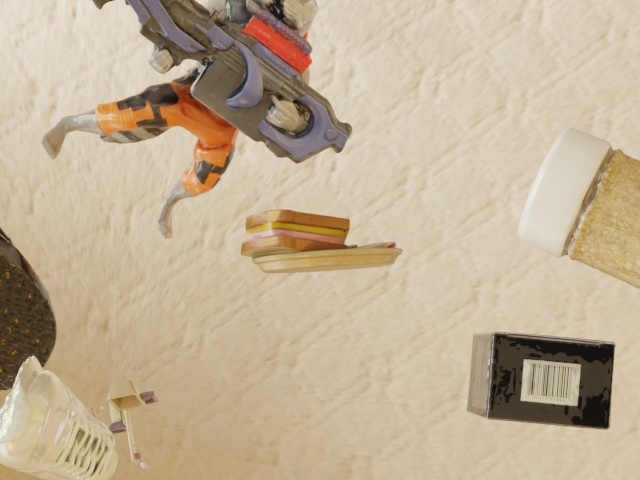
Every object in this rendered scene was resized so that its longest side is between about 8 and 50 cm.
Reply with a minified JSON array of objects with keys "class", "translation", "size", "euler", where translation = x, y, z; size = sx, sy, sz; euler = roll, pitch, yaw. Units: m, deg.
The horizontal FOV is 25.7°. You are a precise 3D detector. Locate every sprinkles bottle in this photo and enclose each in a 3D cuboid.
[{"class":"sprinkles bottle","translation":[0.368,0.015,1.313],"size":[0.355,0.121,0.121],"euler":[25,80,13]}]

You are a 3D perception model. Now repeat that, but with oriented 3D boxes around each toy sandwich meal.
[{"class":"toy sandwich meal","translation":[0.000,0.000,0.712],"size":[0.086,0.085,0.029],"euler":[-3,87,-9]}]

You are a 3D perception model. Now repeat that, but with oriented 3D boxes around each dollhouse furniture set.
[{"class":"dollhouse furniture set","translation":[-0.222,0.206,1.520],"size":[0.091,0.114,0.081],"euler":[-11,71,-1]}]

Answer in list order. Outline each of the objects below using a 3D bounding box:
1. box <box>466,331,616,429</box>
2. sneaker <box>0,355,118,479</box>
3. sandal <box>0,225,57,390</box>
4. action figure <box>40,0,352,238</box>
[{"class":"box","translation":[0.272,0.174,1.760],"size":[0.153,0.207,0.108],"euler":[5,86,-2]},{"class":"sneaker","translation":[-0.213,0.158,1.145],"size":[0.095,0.235,0.090],"euler":[30,80,2]},{"class":"sandal","translation":[-0.430,0.004,1.639],"size":[0.168,0.445,0.107],"euler":[-15,41,5]},{"class":"action figure","translation":[-0.148,-0.192,1.510],"size":[0.330,0.178,0.341],"euler":[-38,117,17]}]
